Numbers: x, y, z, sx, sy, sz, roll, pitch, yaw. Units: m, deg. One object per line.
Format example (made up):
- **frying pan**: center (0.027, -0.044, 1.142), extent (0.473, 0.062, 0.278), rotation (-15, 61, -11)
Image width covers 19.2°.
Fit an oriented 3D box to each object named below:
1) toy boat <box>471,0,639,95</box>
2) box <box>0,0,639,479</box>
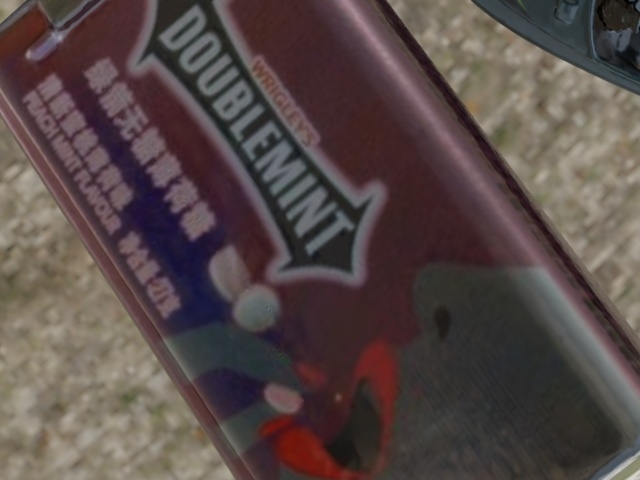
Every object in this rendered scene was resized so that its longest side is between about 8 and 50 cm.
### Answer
- **toy boat**: center (0.149, -0.101, 0.776), extent (0.103, 0.246, 0.093), rotation (-44, 155, -60)
- **box**: center (0.000, 0.000, 0.562), extent (0.120, 0.224, 0.069), rotation (-41, 162, 13)
